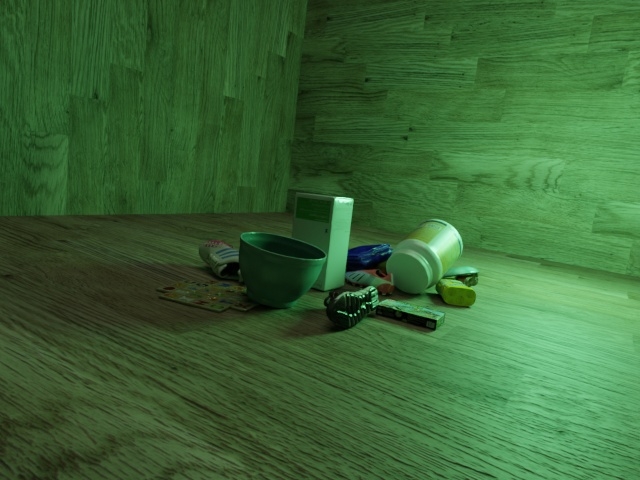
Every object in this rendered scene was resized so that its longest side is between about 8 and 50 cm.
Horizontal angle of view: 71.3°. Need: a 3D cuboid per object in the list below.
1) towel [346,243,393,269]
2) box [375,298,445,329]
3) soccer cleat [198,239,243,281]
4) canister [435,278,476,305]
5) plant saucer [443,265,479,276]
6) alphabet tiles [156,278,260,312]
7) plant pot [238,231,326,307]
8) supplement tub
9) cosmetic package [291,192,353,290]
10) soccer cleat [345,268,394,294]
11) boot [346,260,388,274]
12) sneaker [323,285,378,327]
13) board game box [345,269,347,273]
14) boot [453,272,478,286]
[{"bbox_3d":[0.177,0.066,2.045,0.228,0.076,0.308,2,9,35],"label":"towel"},{"bbox_3d":[0.303,0.246,1.506,0.207,0.036,0.114,11,9,27],"label":"box"},{"bbox_3d":[-0.391,0.081,1.771,0.332,0.115,0.143,12,32,32],"label":"soccer cleat"},{"bbox_3d":[0.546,0.208,1.824,0.126,0.073,0.170,7,7,1],"label":"canister"},{"bbox_3d":[0.673,0.152,2.178,0.195,0.037,0.195,-8,-9,-1],"label":"plant saucer"},{"bbox_3d":[-0.360,0.181,1.508,0.343,0.011,0.285,10,9,19],"label":"alphabet tiles"},{"bbox_3d":[-0.144,0.106,1.499,0.294,0.196,0.293,14,10,-3],"label":"plant pot"},{"bbox_3d":[0.443,0.067,1.910,0.229,0.228,0.316,13,34,37],"label":"supplement tub"},{"bbox_3d":[0.000,0.000,1.795,0.197,0.364,0.155,10,7,34],"label":"cosmetic package"},{"bbox_3d":[0.203,0.153,1.847,0.083,0.094,0.248,-1,12,-43],"label":"soccer cleat"},{"bbox_3d":[0.301,0.141,2.027,0.264,0.096,0.281,25,22,39],"label":"boot"},{"bbox_3d":[0.059,0.210,1.431,0.163,0.106,0.281,-5,0,34],"label":"sneaker"},{"bbox_3d":[0.073,0.106,2.226,0.214,0.046,0.317,9,9,12],"label":"board game box"},{"bbox_3d":[0.708,0.185,2.162,0.085,0.059,0.158,8,8,43],"label":"boot"}]
